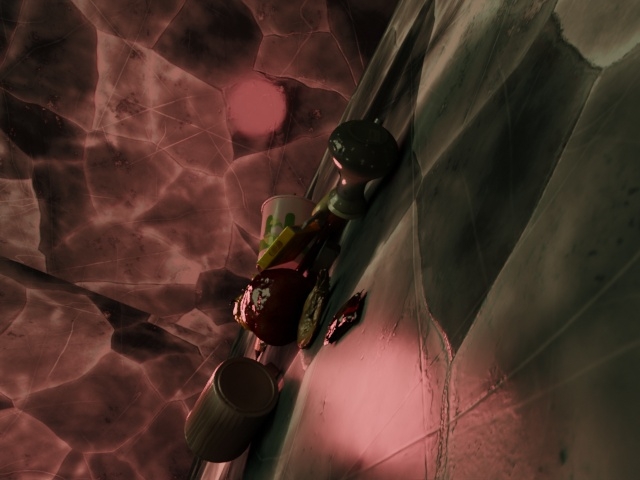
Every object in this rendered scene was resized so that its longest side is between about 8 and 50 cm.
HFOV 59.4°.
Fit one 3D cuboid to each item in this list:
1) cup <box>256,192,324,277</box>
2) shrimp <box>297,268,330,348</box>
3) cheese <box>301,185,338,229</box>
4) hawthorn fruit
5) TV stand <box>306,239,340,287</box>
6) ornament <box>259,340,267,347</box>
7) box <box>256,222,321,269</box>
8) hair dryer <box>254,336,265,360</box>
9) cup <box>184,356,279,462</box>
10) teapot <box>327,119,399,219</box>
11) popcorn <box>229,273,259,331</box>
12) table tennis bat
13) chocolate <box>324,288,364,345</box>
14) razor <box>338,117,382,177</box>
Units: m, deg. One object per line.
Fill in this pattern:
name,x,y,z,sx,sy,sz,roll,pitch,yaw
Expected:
cup,-0.122,0.003,2.112,0.253,0.253,0.273,125,158,-56
shrimp,-0.017,0.187,1.502,0.133,0.053,0.235,-86,17,-73
cheese,0.004,-0.091,1.775,0.127,0.054,0.251,-55,-7,34
hawthorn fruit,-0.141,0.188,1.673,0.266,0.210,0.230,12,93,48
TV stand,-0.011,0.096,1.732,0.040,0.049,0.256,-73,10,-45
ornament,-0.201,0.378,2.214,0.068,0.041,0.092,-55,3,31
box,-0.093,0.014,1.765,0.152,0.043,0.269,-48,-10,15
hair dryer,-0.227,0.333,2.352,0.189,0.107,0.343,-164,91,-82
cup,-0.237,0.499,1.681,0.208,0.289,0.273,59,135,34
teapot,0.095,-0.180,1.459,0.183,0.184,0.250,-75,0,-45
popcorn,-0.197,0.221,1.979,0.249,0.226,0.249,-164,90,-89
table tennis bat,0.000,0.000,1.808,0.414,0.051,0.268,-54,1,40
chocolate,0.048,0.168,1.219,0.182,0.028,0.086,123,170,-57
razor,0.137,-0.312,1.907,0.231,0.068,0.106,-59,11,18
